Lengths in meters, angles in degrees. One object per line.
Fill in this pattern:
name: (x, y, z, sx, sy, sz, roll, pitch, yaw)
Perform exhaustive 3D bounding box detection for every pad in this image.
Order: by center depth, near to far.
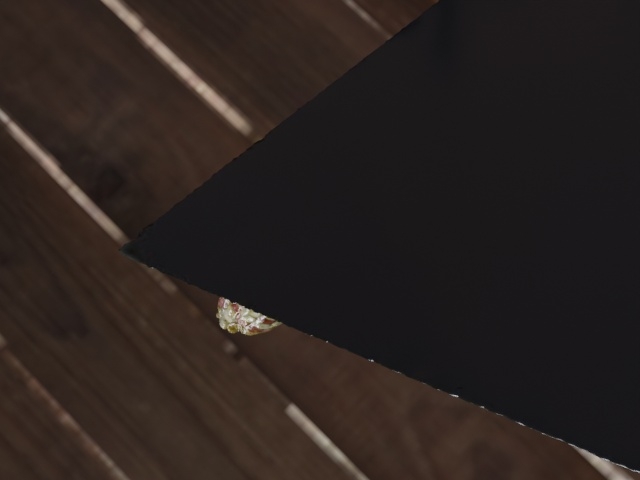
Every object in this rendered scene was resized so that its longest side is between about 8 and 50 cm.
pad: (0.132, -0.066, 0.585, 0.367, 0.247, 0.007, -41, 131, -29)

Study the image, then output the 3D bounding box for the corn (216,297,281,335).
corn: (0.000, 0.000, 1.207, 0.079, 0.079, 0.237, -25, 163, -50)
